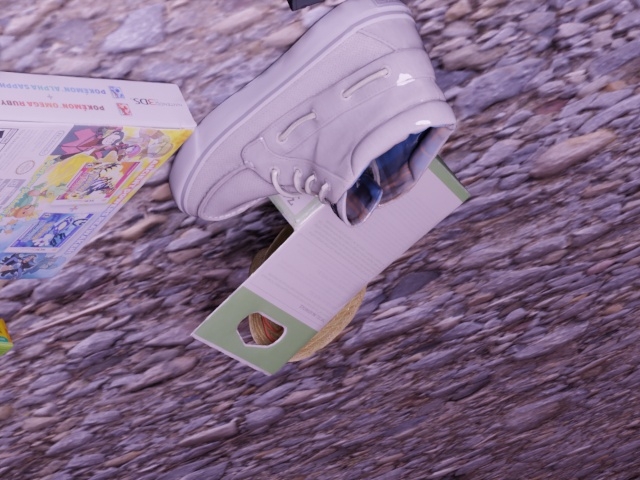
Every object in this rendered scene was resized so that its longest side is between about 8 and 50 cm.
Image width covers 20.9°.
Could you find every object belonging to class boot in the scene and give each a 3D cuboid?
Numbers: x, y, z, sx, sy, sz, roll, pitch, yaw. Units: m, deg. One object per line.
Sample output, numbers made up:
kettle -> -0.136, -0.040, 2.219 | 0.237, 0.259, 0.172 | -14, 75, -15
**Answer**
boot -> -0.010, -0.058, 1.270 | 0.095, 0.123, 0.258 | 0, 148, -44

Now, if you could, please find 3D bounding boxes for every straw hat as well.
straw hat -> -0.028, 0.030, 1.522 | 0.144, 0.061, 0.144 | -18, 117, -38

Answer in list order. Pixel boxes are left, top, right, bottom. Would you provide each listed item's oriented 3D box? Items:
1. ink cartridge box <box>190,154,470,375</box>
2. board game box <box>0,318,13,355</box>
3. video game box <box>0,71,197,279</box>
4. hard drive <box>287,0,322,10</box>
ink cartridge box -> 0.000, 0.000, 1.423 | 0.235, 0.056, 0.171 | -41, 154, 6
board game box -> -0.387, 0.136, 1.447 | 0.259, 0.039, 0.124 | -38, 153, 24
video game box -> -0.216, -0.040, 1.206 | 0.187, 0.048, 0.205 | 2, 146, -44
hard drive -> 0.040, -0.201, 1.133 | 0.135, 0.022, 0.094 | -20, 157, -9
